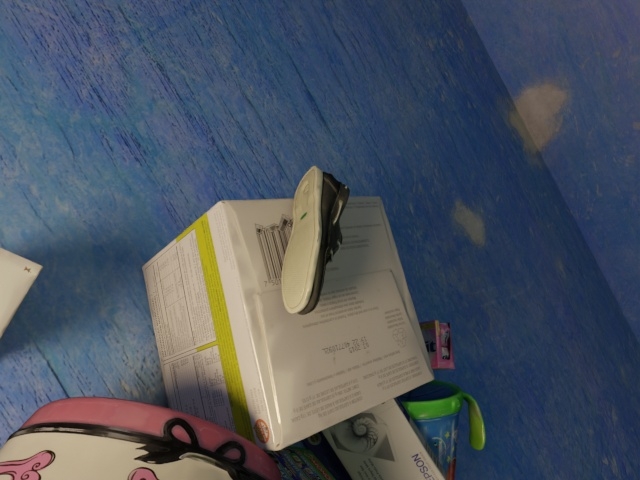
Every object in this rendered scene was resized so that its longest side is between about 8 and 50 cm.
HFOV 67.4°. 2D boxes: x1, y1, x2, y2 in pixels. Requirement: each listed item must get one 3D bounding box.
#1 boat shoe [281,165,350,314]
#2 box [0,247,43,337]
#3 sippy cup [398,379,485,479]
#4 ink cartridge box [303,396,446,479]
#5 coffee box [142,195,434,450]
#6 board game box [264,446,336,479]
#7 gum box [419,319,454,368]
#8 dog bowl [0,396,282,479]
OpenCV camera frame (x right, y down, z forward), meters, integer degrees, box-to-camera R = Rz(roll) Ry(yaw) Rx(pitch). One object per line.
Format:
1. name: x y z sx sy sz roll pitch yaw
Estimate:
1. boat shoe: 0.000 0.000 0.678 0.079 0.084 0.233 28 52 -26
2. box: -0.466 0.089 0.646 0.091 0.170 0.130 32 55 -27
3. sippy cup: 0.198 0.438 1.050 0.240 0.306 0.224 12 75 -69
4. ink cartridge box: 0.091 0.417 0.941 0.223 0.224 0.045 57 13 0
5. coffee box: -0.070 0.141 0.844 0.338 0.334 0.338 -5 74 -41
6. board game box: -0.003 0.450 0.781 0.213 0.317 0.046 35 86 -43
7. gum box: 0.232 0.259 1.155 0.062 0.188 0.107 15 65 -36
8. dog bowl: -0.229 0.341 0.611 0.408 0.408 0.150 36 42 -24
